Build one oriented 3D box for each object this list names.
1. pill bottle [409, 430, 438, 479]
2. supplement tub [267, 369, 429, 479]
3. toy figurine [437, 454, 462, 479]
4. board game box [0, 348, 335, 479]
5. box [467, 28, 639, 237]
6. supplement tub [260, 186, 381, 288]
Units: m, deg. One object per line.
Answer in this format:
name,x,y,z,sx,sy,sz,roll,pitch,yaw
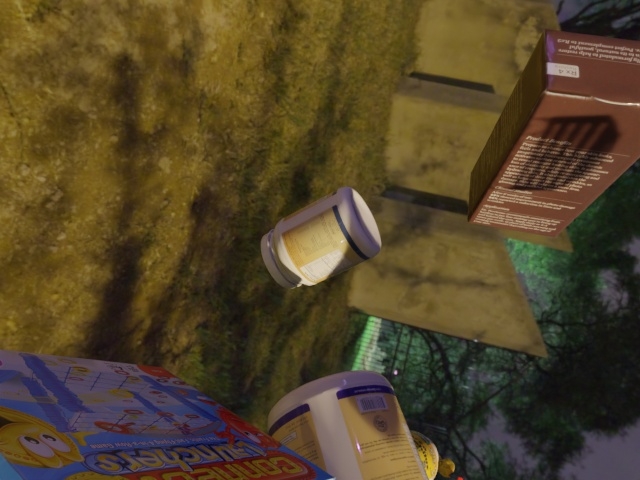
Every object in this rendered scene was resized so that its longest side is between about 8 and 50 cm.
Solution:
pill bottle,0.177,0.463,0.939,0.208,0.117,0.118,28,73,-56
supplement tub,0.059,0.412,0.734,0.241,0.241,0.331,95,-20,-51
toy figurine,0.142,0.627,1.081,0.191,0.362,0.217,-50,145,-57
board game box,-0.187,0.206,0.426,0.308,0.301,0.086,35,74,-56
box,0.406,-0.160,0.794,0.381,0.191,0.143,90,12,-66
supplement tub,0.000,0.000,1.368,0.228,0.316,0.228,50,25,-33
